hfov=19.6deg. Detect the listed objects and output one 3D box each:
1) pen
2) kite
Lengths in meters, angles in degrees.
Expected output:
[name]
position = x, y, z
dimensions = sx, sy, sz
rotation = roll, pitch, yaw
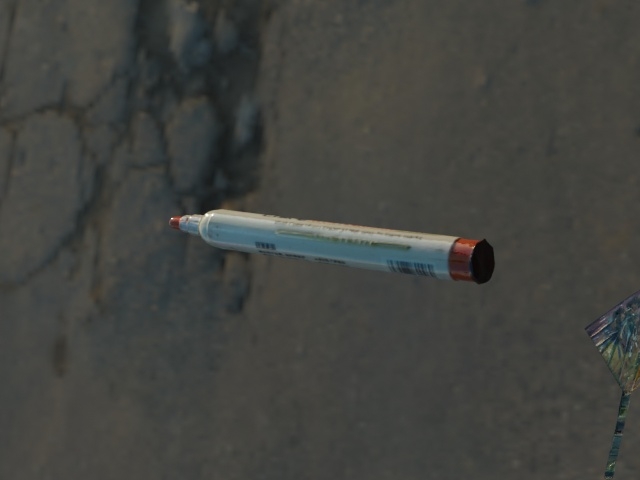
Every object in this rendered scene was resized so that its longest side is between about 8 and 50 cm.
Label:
[pen]
position = 0.000, 0.000, 1.065
dimensions = 0.218, 0.026, 0.026
rotation = 7, 89, 34
[kite]
position = 0.124, 0.051, 0.707
dimensions = 0.044, 0.002, 0.078
rotation = -18, 56, 23
